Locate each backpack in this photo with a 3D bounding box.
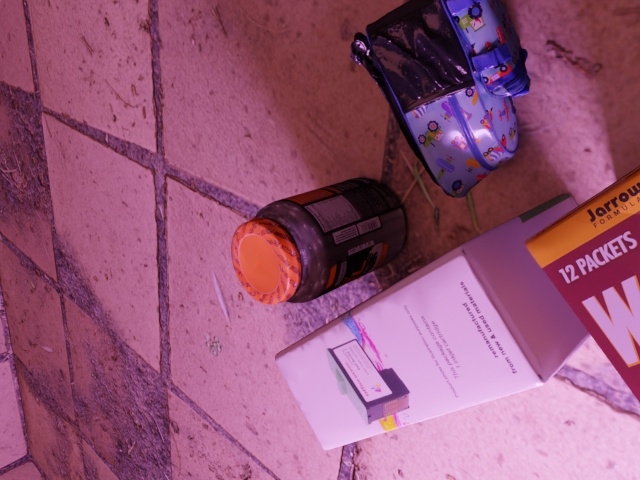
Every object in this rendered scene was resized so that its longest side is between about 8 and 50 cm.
[{"bbox_3d":[0.126,-0.134,0.508,0.117,0.158,0.173,-22,103,29],"label":"backpack"}]

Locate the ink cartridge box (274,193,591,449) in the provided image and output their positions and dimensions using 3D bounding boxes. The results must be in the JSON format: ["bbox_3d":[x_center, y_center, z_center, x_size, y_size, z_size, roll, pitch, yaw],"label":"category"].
[{"bbox_3d":[0.117,0.085,0.559,0.278,0.201,0.117,-38,77,46],"label":"ink cartridge box"}]

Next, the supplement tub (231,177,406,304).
[{"bbox_3d":[0.000,0.000,0.651,0.117,0.190,0.116,19,118,40],"label":"supplement tub"}]

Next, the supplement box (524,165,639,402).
[{"bbox_3d":[0.279,0.022,0.378,0.191,0.194,0.129,58,136,12],"label":"supplement box"}]
